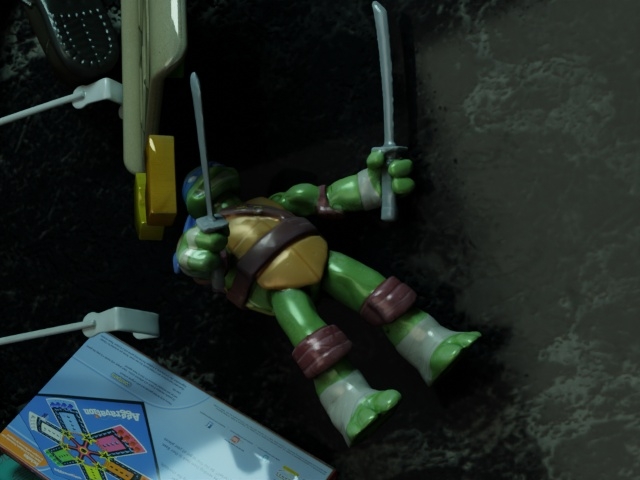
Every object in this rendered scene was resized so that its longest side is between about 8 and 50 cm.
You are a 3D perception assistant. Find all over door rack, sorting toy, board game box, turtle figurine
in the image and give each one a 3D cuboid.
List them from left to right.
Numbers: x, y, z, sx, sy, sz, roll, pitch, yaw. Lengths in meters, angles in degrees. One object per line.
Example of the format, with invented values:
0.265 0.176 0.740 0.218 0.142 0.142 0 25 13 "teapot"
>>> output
-0.319 -0.013 0.988 0.324 0.108 0.240 -9 75 15 "over door rack"
-0.130 -0.142 0.878 0.229 0.041 0.307 131 137 -66 "sorting toy"
-0.139 0.193 0.947 0.281 0.027 0.145 26 59 26 "board game box"
0.000 0.000 0.820 0.266 0.197 0.275 48 116 14 "turtle figurine"

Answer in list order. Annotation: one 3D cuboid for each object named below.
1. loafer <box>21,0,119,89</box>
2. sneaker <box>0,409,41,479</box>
-0.259 -0.237 1.022 0.078 0.080 0.220 -41 61 50 "loafer"
-0.312 0.208 1.041 0.178 0.123 0.296 -3 89 28 "sneaker"
